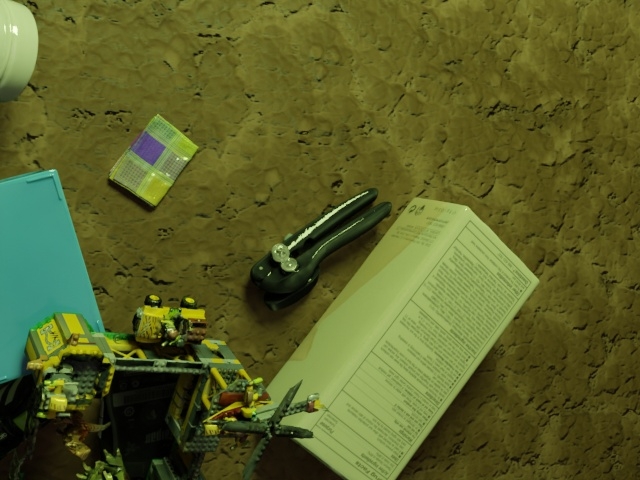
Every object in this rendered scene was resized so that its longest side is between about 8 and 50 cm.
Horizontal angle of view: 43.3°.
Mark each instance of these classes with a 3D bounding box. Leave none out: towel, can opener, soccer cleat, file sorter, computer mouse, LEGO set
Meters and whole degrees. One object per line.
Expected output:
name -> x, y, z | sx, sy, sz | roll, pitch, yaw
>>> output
towel -> -0.171, -0.081, 0.833 | 0.060, 0.009, 0.083 | 40, 82, -23
can opener -> 0.000, 0.000, 0.904 | 0.186, 0.073, 0.059 | -41, 73, -16
soccer cleat -> -0.301, 0.173, 0.781 | 0.179, 0.072, 0.060 | -41, 112, -13
file sorter -> -0.286, 0.028, 0.748 | 0.118, 0.104, 0.170 | -18, 105, -21
computer mouse -> -0.218, 0.209, 0.834 | 0.184, 0.060, 0.262 | -11, 114, -26
LEGO set -> -0.161, 0.233, 0.709 | 0.255, 0.192, 0.331 | 17, 104, -36

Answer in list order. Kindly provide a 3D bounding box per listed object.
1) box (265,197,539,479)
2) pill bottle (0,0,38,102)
box -> 0.087, 0.116, 0.916 | 0.148, 0.121, 0.311 | 44, 80, -23
pill bottle -> -0.349, -0.176, 0.649 | 0.216, 0.121, 0.121 | 6, 96, -51
